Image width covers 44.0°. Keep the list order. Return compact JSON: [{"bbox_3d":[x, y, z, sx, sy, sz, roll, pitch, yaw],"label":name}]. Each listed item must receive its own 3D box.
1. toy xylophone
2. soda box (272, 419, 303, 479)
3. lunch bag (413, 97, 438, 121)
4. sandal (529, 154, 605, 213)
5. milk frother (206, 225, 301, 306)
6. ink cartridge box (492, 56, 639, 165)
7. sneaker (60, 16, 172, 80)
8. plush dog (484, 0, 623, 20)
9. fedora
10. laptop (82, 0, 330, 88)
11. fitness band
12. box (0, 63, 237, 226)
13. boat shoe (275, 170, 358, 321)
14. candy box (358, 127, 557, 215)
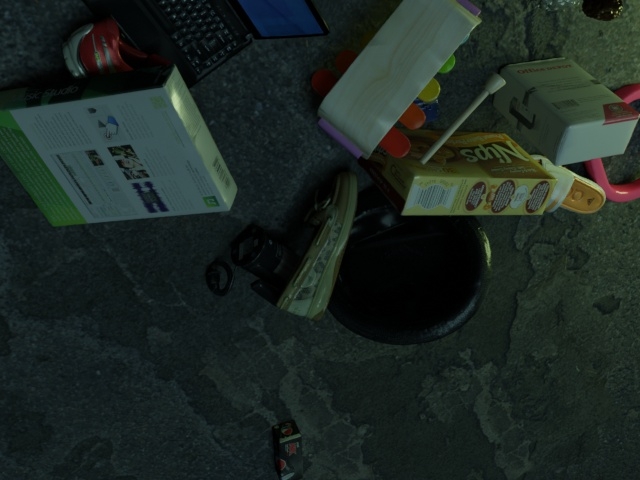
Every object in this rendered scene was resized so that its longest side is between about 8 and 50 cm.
[{"bbox_3d":[0.146,-0.262,1.294,0.323,0.081,0.236,-42,89,8],"label":"toy xylophone"},{"bbox_3d":[-0.077,0.505,1.878,0.060,0.053,0.169,-15,130,-17],"label":"soda box"},{"bbox_3d":[0.166,-0.250,1.381,0.067,0.098,0.065,-16,129,-9],"label":"lunch bag"},{"bbox_3d":[0.505,-0.103,1.661,0.265,0.076,0.102,14,121,-21],"label":"sandal"},{"bbox_3d":[-0.121,0.061,1.494,0.143,0.129,0.135,-8,147,39],"label":"milk frother"},{"bbox_3d":[0.442,-0.240,1.448,0.159,0.218,0.092,-11,135,-19],"label":"ink cartridge box"},{"bbox_3d":[-0.255,-0.213,1.180,0.118,0.107,0.279,-31,134,12],"label":"sneaker"},{"bbox_3d":[0.388,-0.457,1.252,0.225,0.210,0.262,8,85,-22],"label":"plush dog"},{"bbox_3d":[0.165,0.051,1.537,0.334,0.334,0.152,-41,166,7],"label":"fedora"},{"bbox_3d":[-0.165,-0.327,1.128,0.264,0.136,0.234,-36,132,2],"label":"laptop"},{"bbox_3d":[0.667,-0.203,1.704,0.209,0.054,0.291,-36,132,3],"label":"fitness band"},{"bbox_3d":[-0.310,-0.128,1.153,0.322,0.058,0.232,-5,135,19],"label":"box"},{"bbox_3d":[0.000,0.000,1.435,0.089,0.104,0.285,17,77,-4],"label":"boat shoe"},{"bbox_3d":[0.253,-0.128,1.463,0.316,0.183,0.087,0,126,-27],"label":"candy box"}]
